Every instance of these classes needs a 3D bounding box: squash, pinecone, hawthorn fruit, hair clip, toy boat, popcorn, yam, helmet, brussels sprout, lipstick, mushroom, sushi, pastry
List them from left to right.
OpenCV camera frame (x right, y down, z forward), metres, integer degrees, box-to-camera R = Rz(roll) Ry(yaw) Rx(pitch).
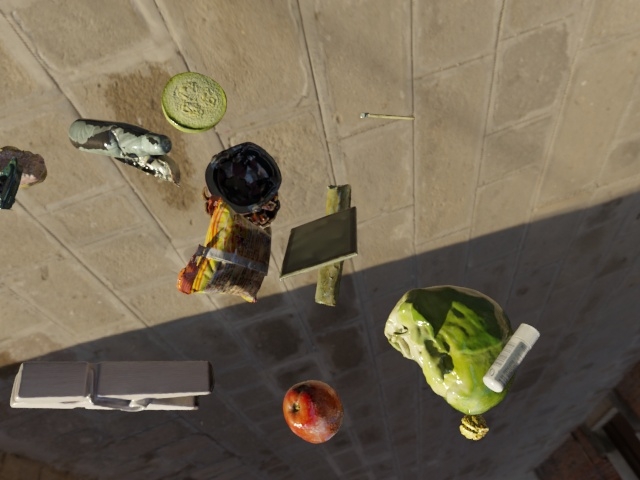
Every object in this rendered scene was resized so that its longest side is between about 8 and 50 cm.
[{"bbox_3d":[-0.905,-0.190,1.194,0.265,0.112,0.103,-1,154,-27],"label":"pastry"},{"bbox_3d":[-0.810,-0.150,1.137,0.060,0.055,0.141,26,79,-60],"label":"toy boat"},{"bbox_3d":[-0.911,-0.222,1.331,0.112,0.148,0.148,-39,138,9],"label":"mushroom"},{"bbox_3d":[-0.367,0.270,0.809,0.331,0.085,0.101,12,147,-36],"label":"hair clip"},{"bbox_3d":[-0.658,-0.315,1.746,0.109,0.273,0.134,-67,168,10],"label":"sushi"},{"bbox_3d":[-0.505,-0.548,1.758,0.252,0.251,0.049,-6,170,-18],"label":"squash"},{"bbox_3d":[-0.329,-0.225,1.744,0.271,0.338,0.197,49,148,-11],"label":"helmet"},{"bbox_3d":[-0.381,-0.225,2.182,0.399,0.397,0.397,-13,139,-11],"label":"pinecone"},{"bbox_3d":[-0.022,0.478,1.249,0.173,0.172,0.172,-13,139,-11],"label":"hawthorn fruit"},{"bbox_3d":[0.042,0.011,1.326,0.083,0.370,0.083,6,177,0],"label":"yam"},{"bbox_3d":[0.376,0.287,1.244,0.315,0.371,0.275,-43,161,-24],"label":"brussels sprout"},{"bbox_3d":[0.485,0.578,1.362,0.084,0.084,0.084,-13,139,-11],"label":"popcorn"},{"bbox_3d":[0.360,0.221,0.829,0.141,0.040,0.040,-46,143,-16],"label":"lipstick"}]

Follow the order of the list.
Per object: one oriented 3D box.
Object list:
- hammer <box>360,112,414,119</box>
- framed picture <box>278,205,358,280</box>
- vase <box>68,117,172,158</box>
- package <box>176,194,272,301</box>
[{"bbox_3d":[0.226,-0.418,1.483,0.182,0.062,0.017,6,109,6],"label":"hammer"},{"bbox_3d":[0.000,0.000,0.961,0.173,0.231,0.010,-19,115,14],"label":"framed picture"},{"bbox_3d":[-0.323,-0.164,0.714,0.212,0.059,0.059,12,151,29],"label":"vase"},{"bbox_3d":[-0.199,0.033,1.051,0.109,0.223,0.288,10,173,23],"label":"package"}]
